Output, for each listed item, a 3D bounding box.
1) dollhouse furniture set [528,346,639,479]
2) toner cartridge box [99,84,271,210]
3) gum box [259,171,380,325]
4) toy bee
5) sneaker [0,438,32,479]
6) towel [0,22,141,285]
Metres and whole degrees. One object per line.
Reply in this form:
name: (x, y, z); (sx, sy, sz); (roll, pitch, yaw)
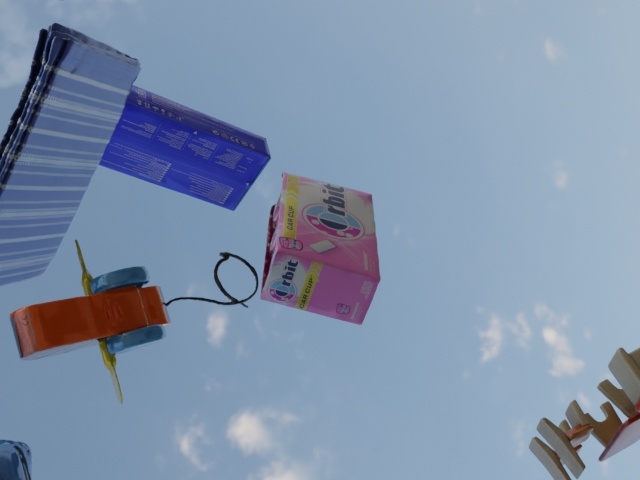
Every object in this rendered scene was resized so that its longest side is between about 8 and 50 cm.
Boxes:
dollhouse furniture set: (0.462, 0.251, 1.211); (0.262, 0.259, 0.135); (-25, -122, -15)
toner cartridge box: (-0.293, -0.190, 1.737); (0.348, 0.165, 0.075); (19, -144, -30)
gum box: (0.000, 0.000, 0.901); (0.107, 0.062, 0.188); (15, -150, -8)
toy bee: (-0.246, 0.106, 1.049); (0.298, 0.162, 0.195); (13, -115, -33)
sneaker: (-0.217, 0.241, 0.574); (0.082, 0.069, 0.209); (-1, -91, -69)
towel: (-0.343, -0.096, 1.055); (0.040, 0.336, 0.243); (28, -172, 7)
